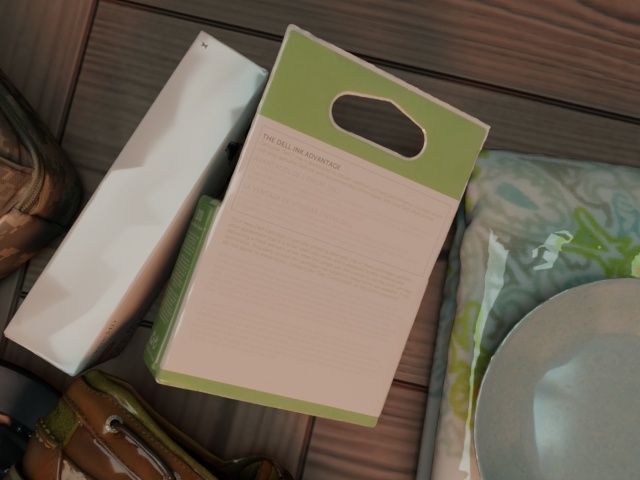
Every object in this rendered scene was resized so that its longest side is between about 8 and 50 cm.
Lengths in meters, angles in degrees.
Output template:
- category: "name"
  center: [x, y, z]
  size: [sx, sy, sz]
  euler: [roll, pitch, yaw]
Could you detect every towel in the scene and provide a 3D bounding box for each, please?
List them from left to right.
- category: "towel"
  center: [0.240, 0.135, 0.468]
  size: [0.321, 0.090, 0.374]
  euler: [9, 86, -1]

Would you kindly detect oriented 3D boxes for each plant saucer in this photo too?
- category: "plant saucer"
  center: [0.191, 0.121, 0.411]
  size: [0.195, 0.037, 0.194]
  euler: [0, 85, 2]

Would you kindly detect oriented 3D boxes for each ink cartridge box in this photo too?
- category: "ink cartridge box"
  center: [0.000, 0.000, 0.448]
  size: [0.171, 0.056, 0.235]
  euler: [20, 91, -26]

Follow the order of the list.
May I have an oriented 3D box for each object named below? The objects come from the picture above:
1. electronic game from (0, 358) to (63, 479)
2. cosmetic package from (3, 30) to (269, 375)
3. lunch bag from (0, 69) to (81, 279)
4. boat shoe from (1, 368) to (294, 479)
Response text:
- category: "electronic game"
  center: [-0.270, 0.180, 0.447]
  size: [0.229, 0.048, 0.229]
  euler: [-5, 108, -16]
- category: "cosmetic package"
  center: [-0.120, -0.023, 0.471]
  size: [0.060, 0.099, 0.239]
  euler: [32, 87, 2]
- category: "lunch bag"
  center: [-0.336, -0.036, 0.391]
  size: [0.305, 0.256, 0.212]
  euler: [-36, 87, -3]
- category: "boat shoe"
  center: [-0.052, 0.198, 0.432]
  size: [0.307, 0.111, 0.104]
  euler: [36, 75, -17]
